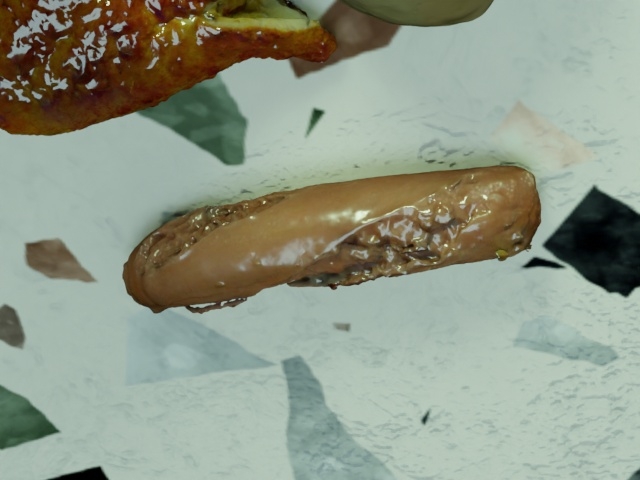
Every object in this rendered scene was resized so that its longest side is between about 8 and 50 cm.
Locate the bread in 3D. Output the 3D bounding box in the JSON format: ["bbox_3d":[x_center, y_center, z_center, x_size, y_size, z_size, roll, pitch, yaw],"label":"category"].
[{"bbox_3d":[-0.124,-0.142,1.066,0.269,0.095,0.139,-10,135,9],"label":"bread"}]

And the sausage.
[{"bbox_3d":[0.000,-0.001,1.176,0.327,0.079,0.087,-9,153,13],"label":"sausage"}]

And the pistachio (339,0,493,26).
[{"bbox_3d":[0.035,-0.228,0.942,0.213,0.163,0.260,17,143,11],"label":"pistachio"}]
